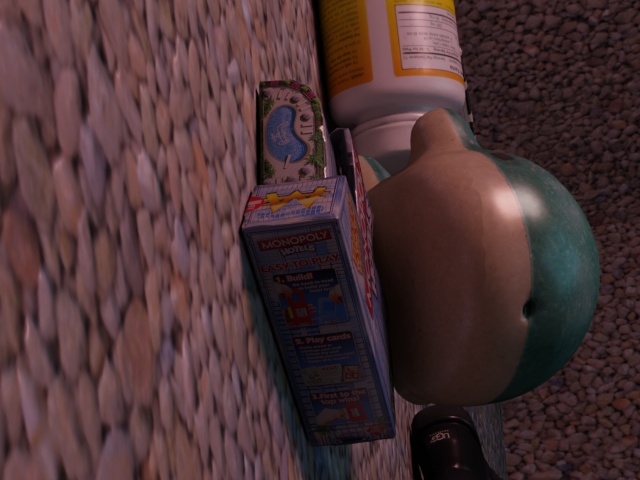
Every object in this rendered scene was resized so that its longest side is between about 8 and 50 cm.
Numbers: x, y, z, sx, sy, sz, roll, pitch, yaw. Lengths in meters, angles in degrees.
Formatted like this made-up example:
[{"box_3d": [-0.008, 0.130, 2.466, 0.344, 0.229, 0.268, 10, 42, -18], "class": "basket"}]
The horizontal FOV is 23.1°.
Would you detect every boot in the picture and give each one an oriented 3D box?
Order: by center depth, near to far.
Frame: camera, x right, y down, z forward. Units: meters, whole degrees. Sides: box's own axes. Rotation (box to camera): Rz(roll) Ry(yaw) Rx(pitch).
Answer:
[{"box_3d": [0.156, 0.316, 1.603, 0.207, 0.094, 0.246, -93, 164, -50], "class": "boot"}]

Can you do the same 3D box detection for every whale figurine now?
[{"box_3d": [0.097, 0.012, 1.120, 0.272, 0.141, 0.216, -151, -119, -64], "class": "whale figurine"}]

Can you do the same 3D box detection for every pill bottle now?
[{"box_3d": [0.059, -0.168, 1.336, 0.117, 0.117, 0.215, 48, 36, -75], "class": "pill bottle"}]

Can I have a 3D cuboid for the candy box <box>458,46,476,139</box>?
[{"box_3d": [0.106, -0.160, 1.668, 0.233, 0.071, 0.159, 74, -5, -50], "class": "candy box"}]

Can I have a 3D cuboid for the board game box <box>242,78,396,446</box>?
[{"box_3d": [0.000, 0.000, 0.983, 0.194, 0.060, 0.194, 71, 14, -56], "class": "board game box"}]
